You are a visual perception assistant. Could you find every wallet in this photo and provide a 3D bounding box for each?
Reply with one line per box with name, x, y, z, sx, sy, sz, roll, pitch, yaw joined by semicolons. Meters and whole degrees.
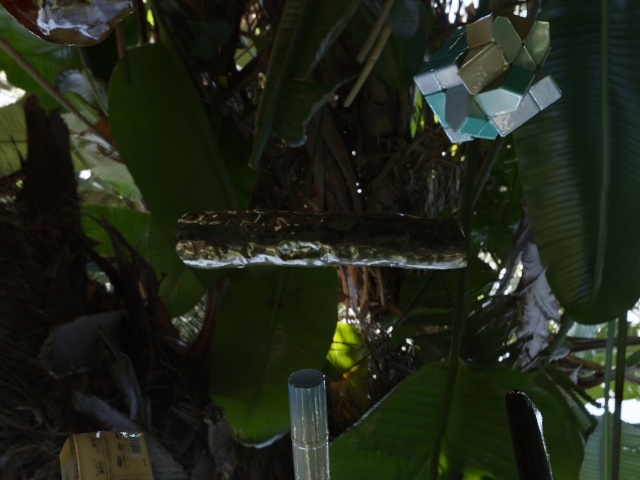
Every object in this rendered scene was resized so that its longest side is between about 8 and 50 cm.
wallet;0.344;0.368;0.711;0.044;0.149;0.250;-20;-134;28

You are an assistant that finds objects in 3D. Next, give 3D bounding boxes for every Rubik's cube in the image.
Rubik's cube;0.332;-0.326;0.901;0.265;0.224;0.212;-51;-153;-18

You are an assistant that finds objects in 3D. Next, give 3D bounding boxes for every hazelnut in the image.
hazelnut;-0.459;-0.463;0.814;0.233;0.218;0.218;-30;-135;-35

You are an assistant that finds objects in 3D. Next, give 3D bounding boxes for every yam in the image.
yam;0.000;0.000;0.435;0.273;0.061;0.061;1;-130;7

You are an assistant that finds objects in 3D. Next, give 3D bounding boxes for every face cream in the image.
face cream;-0.021;0.390;0.918;0.077;0.251;0.077;-2;-167;0

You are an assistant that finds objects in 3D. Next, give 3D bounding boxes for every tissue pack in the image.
tissue pack;-0.443;0.522;0.963;0.090;0.186;0.222;-50;-130;17
